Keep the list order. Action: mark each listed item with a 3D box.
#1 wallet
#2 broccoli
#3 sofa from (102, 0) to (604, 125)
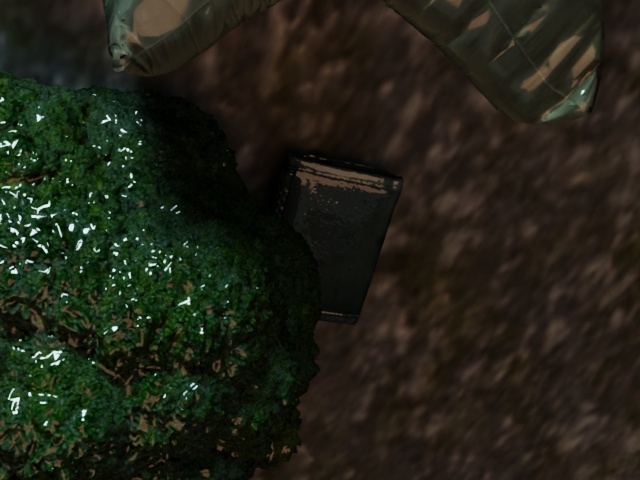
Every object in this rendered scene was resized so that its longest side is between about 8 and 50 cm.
[{"bbox_3d":[0.000,0.000,0.819,0.088,0.026,0.129,9,119,-14],"label":"wallet"},{"bbox_3d":[-0.150,0.064,0.689,0.283,0.304,0.321,-27,111,43],"label":"broccoli"},{"bbox_3d":[0.010,-0.141,0.629,0.225,0.210,0.176,32,107,-29],"label":"sofa"}]
